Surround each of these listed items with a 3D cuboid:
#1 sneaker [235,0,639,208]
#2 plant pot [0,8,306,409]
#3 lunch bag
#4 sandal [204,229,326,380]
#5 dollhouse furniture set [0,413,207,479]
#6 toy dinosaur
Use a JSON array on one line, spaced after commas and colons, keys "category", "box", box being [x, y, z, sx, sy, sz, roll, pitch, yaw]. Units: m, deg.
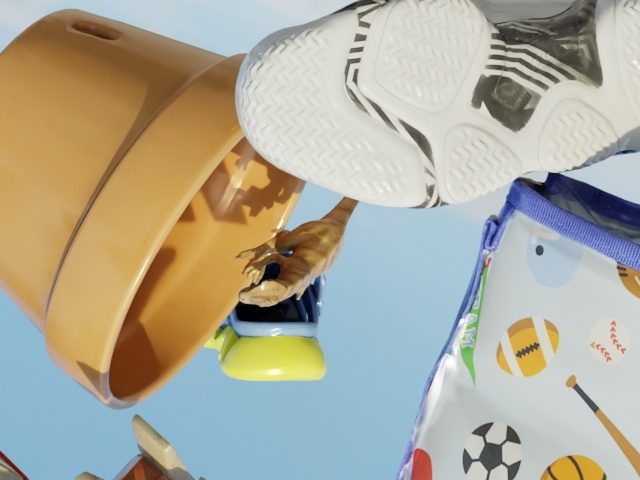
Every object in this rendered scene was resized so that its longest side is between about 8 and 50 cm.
[{"category": "sneaker", "box": [0.083, -0.110, 1.332, 0.365, 0.137, 0.210, -9, -167, -27]}, {"category": "plant pot", "box": [-0.159, -0.043, 1.521, 0.203, 0.291, 0.291, 32, -162, 13]}, {"category": "lunch bag", "box": [0.248, 0.165, 1.291, 0.385, 0.328, 0.239, 21, -168, 14]}, {"category": "sandal", "box": [-0.057, 0.050, 1.918, 0.126, 0.138, 0.317, 2, -175, -16]}, {"category": "dollhouse furniture set", "box": [-0.194, 0.245, 1.386, 0.259, 0.262, 0.135, 38, 168, 34]}, {"category": "toy dinosaur", "box": [0.000, 0.000, 1.550, 0.064, 0.112, 0.211, 47, -130, -13]}]
